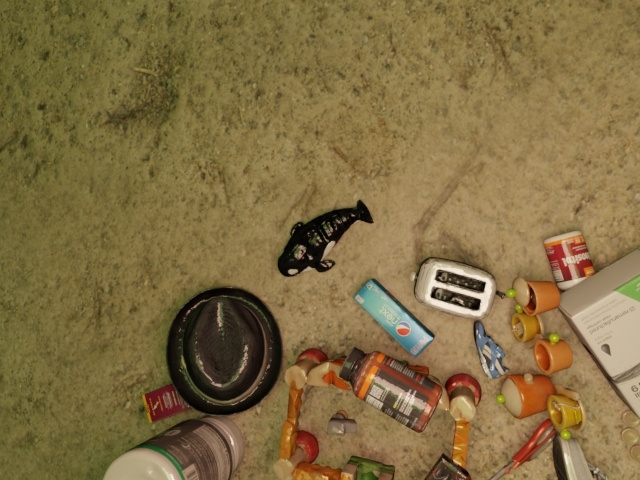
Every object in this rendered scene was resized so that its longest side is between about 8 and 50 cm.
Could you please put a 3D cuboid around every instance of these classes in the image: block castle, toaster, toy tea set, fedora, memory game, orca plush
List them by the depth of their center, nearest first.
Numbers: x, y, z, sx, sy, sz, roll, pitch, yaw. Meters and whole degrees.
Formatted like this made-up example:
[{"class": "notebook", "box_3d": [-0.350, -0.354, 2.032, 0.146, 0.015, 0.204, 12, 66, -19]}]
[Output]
[{"class": "toy tea set", "box_3d": [0.444, 0.247, 1.124, 0.124, 0.200, 0.336, -7, 83, -6]}, {"class": "memory game", "box_3d": [0.761, 0.423, 1.144, 0.186, 0.012, 0.186, -1, 86, 16]}, {"class": "block castle", "box_3d": [0.132, 0.430, 1.215, 0.452, 0.213, 0.303, 6, 90, 16]}, {"class": "toaster", "box_3d": [0.322, 0.115, 1.215, 0.226, 0.146, 0.129, 17, 92, 16]}, {"class": "fedora", "box_3d": [-0.241, 0.262, 1.301, 0.333, 0.152, 0.334, 3, 69, -7]}, {"class": "orca plush", "box_3d": [0.000, 0.000, 1.333, 0.287, 0.102, 0.151, -22, 81, 13]}]

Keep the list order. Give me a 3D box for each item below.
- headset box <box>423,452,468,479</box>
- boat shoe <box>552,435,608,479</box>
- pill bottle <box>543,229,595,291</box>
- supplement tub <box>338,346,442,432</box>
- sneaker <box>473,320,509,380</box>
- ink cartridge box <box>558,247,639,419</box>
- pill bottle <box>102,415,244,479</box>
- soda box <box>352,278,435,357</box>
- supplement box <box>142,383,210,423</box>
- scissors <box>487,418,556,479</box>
[{"class": "headset box", "box_3d": [0.250, 0.487, 1.053, 0.062, 0.032, 0.083, 35, 96, 14]}, {"class": "boat shoe", "box_3d": [0.599, 0.572, 1.129, 0.103, 0.118, 0.321, -21, 85, 7]}, {"class": "pill bottle", "box_3d": [0.571, 0.059, 1.182, 0.086, 0.086, 0.152, -17, 82, 14]}, {"class": "supplement tub", "box_3d": [0.138, 0.293, 1.053, 0.197, 0.106, 0.106, 28, 94, 15]}, {"class": "sneaker", "box_3d": [0.402, 0.257, 1.234, 0.059, 0.053, 0.144, -18, 90, 13]}, {"class": "ink cartridge box", "box_3d": [0.670, 0.197, 1.085, 0.211, 0.121, 0.289, -36, 97, 12]}, {"class": "pill bottle", "box_3d": [-0.332, 0.552, 1.252, 0.204, 0.361, 0.204, -1, 86, 15]}, {"class": "soda box", "box_3d": [0.182, 0.189, 1.287, 0.210, 0.071, 0.067, 44, 99, 14]}, {"class": "supplement box", "box_3d": [-0.367, 0.417, 1.404, 0.188, 0.104, 0.081, -23, 79, 12]}, {"class": "scissors", "box_3d": [0.417, 0.496, 1.133, 0.297, 0.109, 0.021, -34, 46, -19]}]
